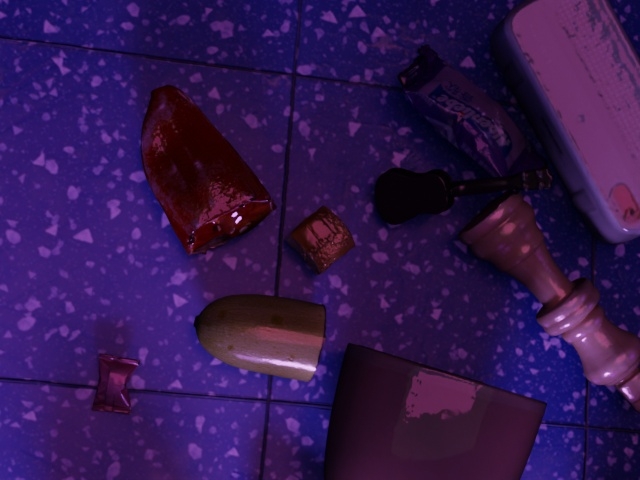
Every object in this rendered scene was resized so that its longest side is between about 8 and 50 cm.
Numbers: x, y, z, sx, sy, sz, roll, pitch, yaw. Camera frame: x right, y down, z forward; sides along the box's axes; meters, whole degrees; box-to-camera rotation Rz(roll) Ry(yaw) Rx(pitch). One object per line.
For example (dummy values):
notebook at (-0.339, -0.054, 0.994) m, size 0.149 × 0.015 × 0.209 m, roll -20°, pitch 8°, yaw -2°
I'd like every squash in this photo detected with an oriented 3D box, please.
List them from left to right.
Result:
squash at (-0.090, 0.131, 1.782) m, size 0.187 × 0.123 × 0.123 m, roll 12°, pitch 79°, yaw -4°

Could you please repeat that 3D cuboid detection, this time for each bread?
bread at (-0.001, 0.001, 1.838) m, size 0.070 × 0.077 × 0.083 m, roll -42°, pitch 92°, yaw -17°

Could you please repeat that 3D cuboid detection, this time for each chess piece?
chess piece at (0.381, 0.102, 1.882) m, size 0.117 × 0.117 × 0.397 m, roll -42°, pitch 93°, yaw -14°

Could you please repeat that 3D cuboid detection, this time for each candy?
candy at (0.231, -0.186, 1.891) m, size 0.275 × 0.070 × 0.145 m, roll 45°, pitch 40°, yaw 2°

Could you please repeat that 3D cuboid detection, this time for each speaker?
speaker at (0.419, -0.195, 1.874) m, size 0.183 × 0.184 × 0.406 m, roll -28°, pitch 87°, yaw 3°

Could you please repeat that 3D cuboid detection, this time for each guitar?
guitar at (0.210, -0.076, 1.832) m, size 0.271 × 0.038 × 0.084 m, roll -6°, pitch 102°, yaw 24°

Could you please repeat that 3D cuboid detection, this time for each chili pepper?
chili pepper at (-0.194, -0.108, 1.813) m, size 0.144 × 0.136 × 0.252 m, roll -41°, pitch 77°, yaw 30°

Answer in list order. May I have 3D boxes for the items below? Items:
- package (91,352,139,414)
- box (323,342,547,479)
package at (-0.295, 0.207, 1.775) m, size 0.059 × 0.029 × 0.083 m, roll 9°, pitch 89°, yaw -6°
box at (0.149, 0.283, 1.731) m, size 0.301 × 0.301 × 0.216 m, roll 16°, pitch 86°, yaw -8°
